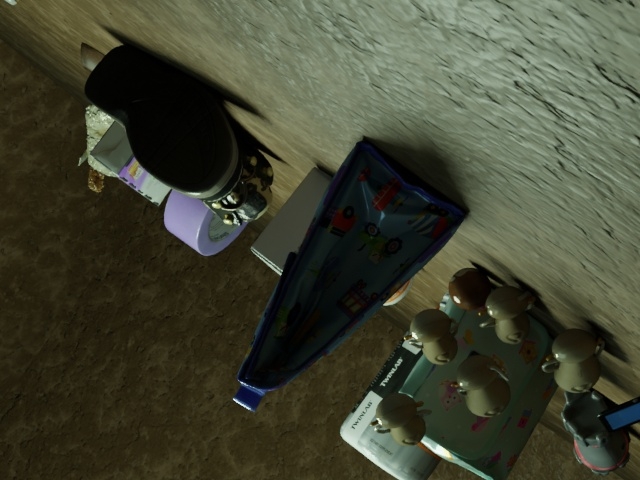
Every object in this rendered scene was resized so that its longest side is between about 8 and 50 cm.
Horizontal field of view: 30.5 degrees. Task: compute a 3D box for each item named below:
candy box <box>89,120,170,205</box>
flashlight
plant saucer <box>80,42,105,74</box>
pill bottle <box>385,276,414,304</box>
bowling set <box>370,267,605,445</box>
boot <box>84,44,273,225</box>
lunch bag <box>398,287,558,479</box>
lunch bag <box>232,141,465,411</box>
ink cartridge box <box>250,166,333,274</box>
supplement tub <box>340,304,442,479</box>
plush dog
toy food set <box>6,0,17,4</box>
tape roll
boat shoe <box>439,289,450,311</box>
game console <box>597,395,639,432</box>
[{"bbox_3d":[-0.286,-0.165,2.009,0.070,0.165,0.196,35,176,18],"label":"candy box"},{"bbox_3d":[0.465,0.327,1.974,0.103,0.103,0.304,6,165,18],"label":"flashlight"},{"bbox_3d":[-0.373,-0.293,2.189,0.198,0.036,0.198,35,177,2],"label":"plant saucer"},{"bbox_3d":[0.074,0.034,1.882,0.152,0.086,0.086,38,176,-34],"label":"pill bottle"},{"bbox_3d":[0.174,0.113,1.399,0.154,0.287,0.200,58,-168,-63],"label":"bowling set"},{"bbox_3d":[-0.165,-0.120,1.714,0.377,0.138,0.284,37,177,45],"label":"boot"},{"bbox_3d":[0.211,0.192,1.610,0.160,0.223,0.262,26,169,35],"label":"lunch bag"},{"bbox_3d":[0.007,0.061,1.265,0.138,0.293,0.221,35,176,1],"label":"lunch bag"},{"bbox_3d":[0.000,0.000,1.665,0.086,0.148,0.203,36,176,19],"label":"ink cartridge box"},{"bbox_3d":[0.198,0.293,2.239,0.193,0.316,0.193,34,176,3],"label":"supplement tub"},{"bbox_3d":[-0.419,-0.206,2.741,0.225,0.211,0.262,8,173,10],"label":"plush dog"},{"bbox_3d":[-0.589,-0.427,1.913,0.232,0.104,0.111,33,175,30],"label":"toy food set"},{"bbox_3d":[-0.185,-0.072,2.082,0.080,0.189,0.189,34,176,18],"label":"tape roll"},{"bbox_3d":[0.259,0.169,1.857,0.109,0.094,0.302,32,174,46],"label":"boat shoe"},{"bbox_3d":[0.409,0.227,1.438,0.107,0.071,0.122,34,176,27],"label":"game console"}]
